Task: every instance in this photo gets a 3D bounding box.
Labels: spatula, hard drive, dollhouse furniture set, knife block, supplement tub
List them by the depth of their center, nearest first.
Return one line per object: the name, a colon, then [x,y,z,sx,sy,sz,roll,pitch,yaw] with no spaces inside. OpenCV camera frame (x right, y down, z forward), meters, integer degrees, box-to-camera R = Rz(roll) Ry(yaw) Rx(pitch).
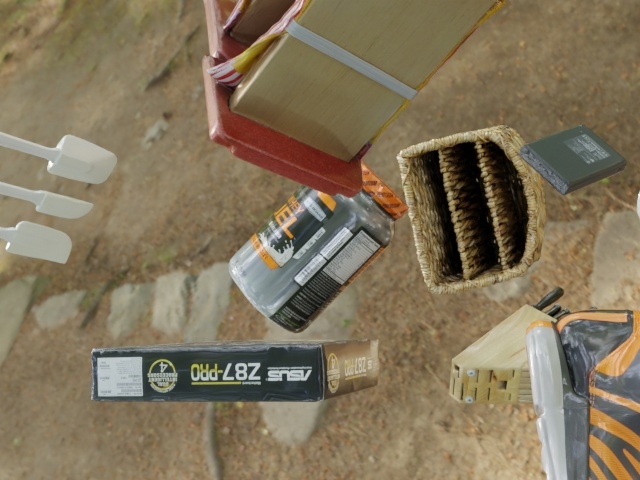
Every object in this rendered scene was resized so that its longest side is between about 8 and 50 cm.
dollhouse furniture set: [-0.075,-0.192,0.479,0.201,0.374,0.152,-44,37,36]
supplement tub: [0.000,0.000,1.001,0.190,0.117,0.117,-46,39,6]
spatula: [-0.375,-0.066,1.080,0.168,0.242,0.019,-57,46,16]
hard drive: [0.360,-0.117,1.288,0.094,0.135,0.022,49,141,28]
knife block: [0.361,0.177,1.612,0.275,0.088,0.242,0,34,2]

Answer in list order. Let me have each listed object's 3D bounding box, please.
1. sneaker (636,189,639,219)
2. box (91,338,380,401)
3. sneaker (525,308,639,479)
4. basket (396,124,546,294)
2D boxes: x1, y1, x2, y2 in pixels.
sneaker: [0.521,0.013,1.196,0.094,0.235,0.153,-33,-2,5]
box: [-0.130,0.213,1.511,0.394,0.318,0.097,-4,86,18]
sneaker: [0.278,0.209,0.745,0.180,0.124,0.321,-8,76,12]
basket: [0.310,-0.064,1.763,0.213,0.223,0.299,-9,96,31]
